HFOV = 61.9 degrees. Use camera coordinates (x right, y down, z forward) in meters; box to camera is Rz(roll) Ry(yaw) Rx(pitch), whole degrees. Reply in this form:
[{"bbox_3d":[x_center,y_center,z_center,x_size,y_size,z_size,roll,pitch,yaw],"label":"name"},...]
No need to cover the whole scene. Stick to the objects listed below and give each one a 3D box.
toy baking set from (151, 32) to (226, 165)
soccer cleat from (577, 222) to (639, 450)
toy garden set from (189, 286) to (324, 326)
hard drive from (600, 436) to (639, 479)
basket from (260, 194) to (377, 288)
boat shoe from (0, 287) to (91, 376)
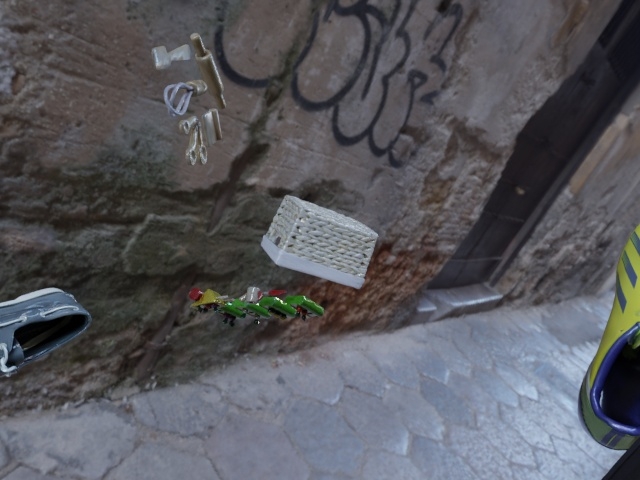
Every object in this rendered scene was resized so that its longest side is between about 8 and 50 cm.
[{"bbox_3d":[-0.206,-0.241,0.892,0.030,0.256,0.196,0,54,9],"label":"toy baking set"},{"bbox_3d":[0.365,0.091,0.588,0.094,0.289,0.121,20,-14,23],"label":"soccer cleat"},{"bbox_3d":[-0.146,0.150,1.167,0.245,0.049,0.204,-6,-24,24],"label":"toy garden set"},{"bbox_3d":[0.207,0.144,0.231,0.054,0.254,0.172,28,17,-18],"label":"hard drive"},{"bbox_3d":[0.000,0.000,0.915,0.167,0.103,0.113,18,10,-24],"label":"basket"},{"bbox_3d":[-0.530,0.172,0.888,0.099,0.116,0.319,22,25,20],"label":"boat shoe"}]
